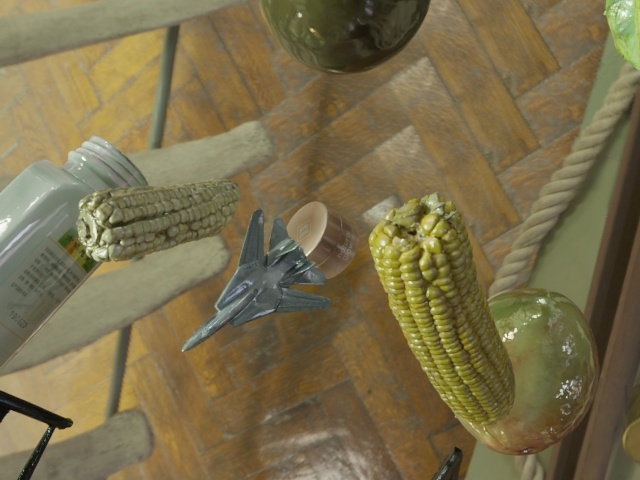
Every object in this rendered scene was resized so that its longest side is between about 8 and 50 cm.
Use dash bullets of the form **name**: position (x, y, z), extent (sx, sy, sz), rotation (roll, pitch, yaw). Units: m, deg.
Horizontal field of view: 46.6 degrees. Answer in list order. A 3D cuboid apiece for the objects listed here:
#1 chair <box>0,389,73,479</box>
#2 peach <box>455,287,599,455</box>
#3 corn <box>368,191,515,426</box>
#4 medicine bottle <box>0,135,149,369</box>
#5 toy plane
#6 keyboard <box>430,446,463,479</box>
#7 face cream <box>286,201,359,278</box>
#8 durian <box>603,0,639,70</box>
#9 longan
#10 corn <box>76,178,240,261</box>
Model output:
- **chair**: position (-0.362, 0.232, 0.655), extent (0.141, 0.155, 0.260), rotation (11, 71, 58)
- **peach**: position (0.353, 0.228, 1.302), extent (0.248, 0.292, 0.292), rotation (6, 102, -18)
- **corn**: position (0.132, 0.082, 0.753), extent (0.101, 0.101, 0.291), rotation (-9, 128, 27)
- **medicine bottle**: position (-0.377, 0.007, 0.998), extent (0.124, 0.179, 0.324), rotation (32, 70, 26)
- **toy plane**: position (-0.128, 0.097, 1.258), extent (0.267, 0.088, 0.212), rotation (-39, 102, -8)
- **keyboard**: position (0.058, 0.305, 0.668), extent (0.016, 0.262, 0.106), rotation (26, 145, 25)
- **face cream**: position (0.000, 0.000, 1.667), extent (0.149, 0.104, 0.149), rotation (-32, 43, 35)
- **durian**: position (0.523, -0.441, 1.143), extent (0.163, 0.198, 0.394), rotation (-2, 61, 2)
- **longan**: position (0.040, -0.492, 1.372), extent (0.361, 0.361, 0.360), rotation (3, 97, 27)
- **corn**: position (-0.182, -0.025, 0.869), extent (0.087, 0.211, 0.086), rotation (8, 101, 42)
